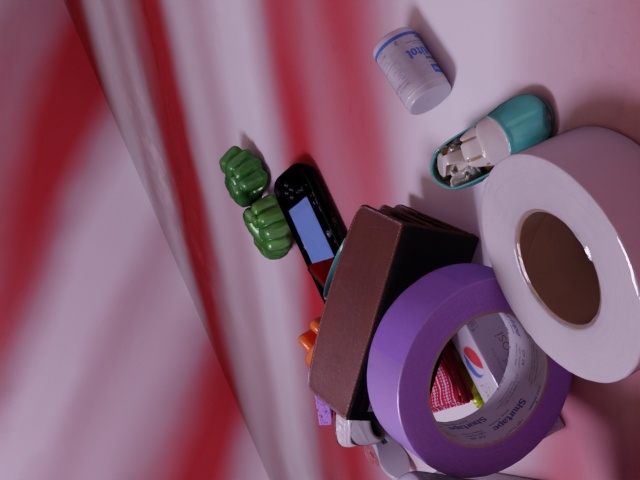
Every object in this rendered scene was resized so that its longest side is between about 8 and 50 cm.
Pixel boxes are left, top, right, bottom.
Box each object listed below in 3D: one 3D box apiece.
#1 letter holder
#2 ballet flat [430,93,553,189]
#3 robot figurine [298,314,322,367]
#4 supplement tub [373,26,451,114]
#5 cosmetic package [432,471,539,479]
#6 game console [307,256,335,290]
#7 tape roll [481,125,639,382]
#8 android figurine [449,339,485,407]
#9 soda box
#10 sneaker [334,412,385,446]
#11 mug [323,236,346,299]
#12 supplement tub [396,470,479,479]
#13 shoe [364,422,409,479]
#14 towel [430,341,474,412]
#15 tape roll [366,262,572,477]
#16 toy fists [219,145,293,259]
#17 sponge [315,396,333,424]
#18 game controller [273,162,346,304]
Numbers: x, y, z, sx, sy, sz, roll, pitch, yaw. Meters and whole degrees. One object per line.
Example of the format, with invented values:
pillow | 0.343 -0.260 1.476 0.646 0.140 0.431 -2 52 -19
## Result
letter holder | 0.081 0.097 1.497 0.214 0.152 0.301 29 106 53
ballet flat | 0.208 -0.114 1.249 0.083 0.087 0.247 66 161 4
robot figurine | 0.057 0.248 1.954 0.219 0.158 0.128 42 163 12
supplement tub | 0.127 -0.237 1.353 0.107 0.071 0.071 59 159 19
cosmetic package | 0.280 0.526 1.676 0.217 0.156 0.385 68 162 3
game console | 0.037 0.112 1.847 0.144 0.124 0.085 49 125 20
tape roll | 0.308 0.016 1.114 0.286 0.100 0.286 53 156 36
android figurine | 0.202 0.158 1.626 0.273 0.056 0.248 56 158 34
soda box | 0.274 0.202 1.459 0.216 0.069 0.074 64 160 11
sneaker | 0.084 0.312 2.075 0.108 0.100 0.271 -2 103 23
mug | 0.070 0.074 1.742 0.129 0.097 0.157 -122 54 -80
supplement tub | 0.242 0.414 1.248 0.193 0.316 0.193 -167 90 -76
shoe | 0.144 0.471 2.124 0.178 0.063 0.081 -125 21 -45
towel | 0.163 0.198 1.643 0.199 0.031 0.275 67 162 10
tape roll | 0.203 0.173 1.301 0.090 0.275 0.274 26 136 62
toy fists | -0.146 -0.087 2.210 0.279 0.096 0.142 62 159 17
sponge | 0.015 0.286 2.125 0.210 0.031 0.117 -81 -15 -52
game controller | 0.000 0.000 1.963 0.319 0.067 0.166 65 161 5
